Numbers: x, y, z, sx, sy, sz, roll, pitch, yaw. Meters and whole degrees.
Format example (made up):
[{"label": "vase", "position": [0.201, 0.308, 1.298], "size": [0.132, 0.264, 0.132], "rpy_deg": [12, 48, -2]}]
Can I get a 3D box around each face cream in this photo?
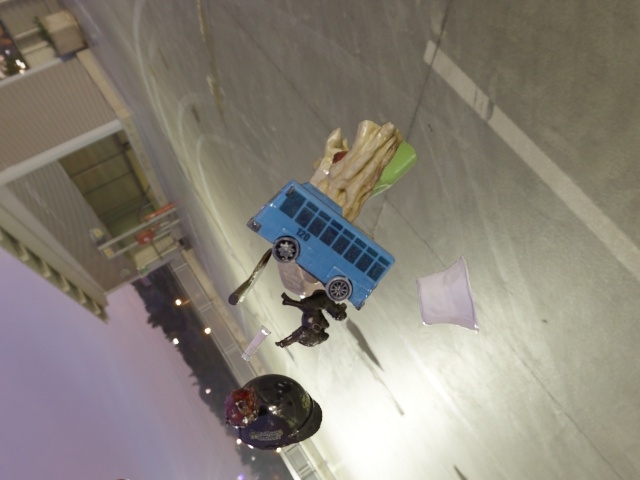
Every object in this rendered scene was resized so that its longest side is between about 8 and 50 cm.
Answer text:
[{"label": "face cream", "position": [-0.193, 0.307, 1.488], "size": [0.038, 0.115, 0.020], "rpy_deg": [36, 176, 13]}]

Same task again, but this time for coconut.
[{"label": "coconut", "position": [0.019, 0.040, 1.616], "size": [0.329, 0.329, 0.329], "rpy_deg": [51, 161, 25]}]

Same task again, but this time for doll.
[{"label": "doll", "position": [-0.018, 0.180, 1.147], "size": [0.057, 0.165, 0.139], "rpy_deg": [143, 131, -69]}]

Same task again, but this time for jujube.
[{"label": "jujube", "position": [-0.208, 0.442, 1.319], "size": [0.104, 0.104, 0.166], "rpy_deg": [56, 160, 11]}]

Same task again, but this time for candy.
[{"label": "candy", "position": [0.180, -0.220, 1.540], "size": [0.142, 0.343, 0.132], "rpy_deg": [44, 129, 8]}]

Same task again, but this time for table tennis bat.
[{"label": "table tennis bat", "position": [-0.151, 0.087, 1.079], "size": [0.022, 0.131, 0.234], "rpy_deg": [31, -163, 1]}]

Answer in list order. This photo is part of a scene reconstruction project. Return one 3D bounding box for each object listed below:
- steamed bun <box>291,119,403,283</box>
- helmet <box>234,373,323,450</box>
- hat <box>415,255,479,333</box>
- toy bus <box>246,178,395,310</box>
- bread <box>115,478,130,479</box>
[{"label": "steamed bun", "position": [0.036, -0.129, 1.261], "size": [0.189, 0.428, 0.247], "rpy_deg": [32, -161, 7]}, {"label": "helmet", "position": [-0.141, 0.499, 1.523], "size": [0.230, 0.279, 0.160], "rpy_deg": [-73, -25, -63]}, {"label": "hat", "position": [0.297, 0.136, 1.191], "size": [0.203, 0.126, 0.203], "rpy_deg": [-9, -90, -80]}, {"label": "toy bus", "position": [0.000, 0.000, 0.852], "size": [0.234, 0.133, 0.116], "rpy_deg": [38, -177, -8]}, {"label": "bread", "position": [-0.769, 0.925, 1.720], "size": [0.107, 0.241, 0.136], "rpy_deg": [54, 137, 20]}]
